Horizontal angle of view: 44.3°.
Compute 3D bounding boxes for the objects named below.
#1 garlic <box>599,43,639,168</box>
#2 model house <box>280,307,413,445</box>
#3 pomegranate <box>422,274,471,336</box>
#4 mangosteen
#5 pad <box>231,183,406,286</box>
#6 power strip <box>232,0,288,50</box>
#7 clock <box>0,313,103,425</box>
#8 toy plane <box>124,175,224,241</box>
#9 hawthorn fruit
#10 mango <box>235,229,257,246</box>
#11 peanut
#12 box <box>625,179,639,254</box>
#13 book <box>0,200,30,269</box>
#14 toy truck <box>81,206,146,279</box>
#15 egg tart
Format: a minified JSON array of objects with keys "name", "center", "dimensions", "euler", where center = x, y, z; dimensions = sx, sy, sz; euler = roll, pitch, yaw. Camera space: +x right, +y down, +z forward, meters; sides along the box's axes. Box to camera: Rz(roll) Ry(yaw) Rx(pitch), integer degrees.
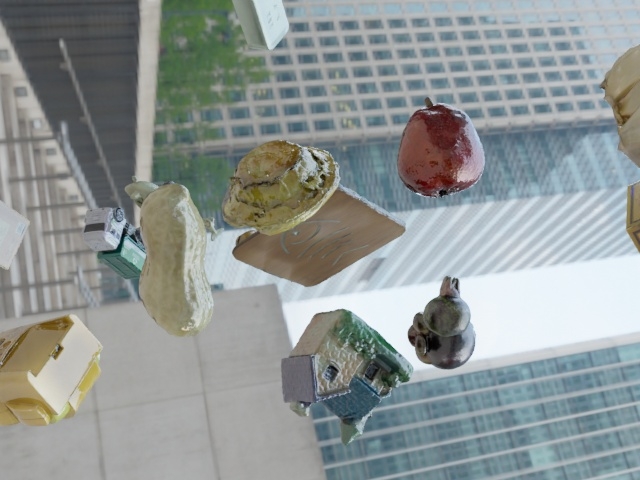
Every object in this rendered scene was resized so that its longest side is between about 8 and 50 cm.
[{"name":"garlic","center":[0.677,-0.248,1.509],"dimensions":[0.203,0.184,0.281],"euler":[-36,-146,40]},{"name":"model house","center":[0.055,0.393,2.191],"dimensions":[0.312,0.280,0.245],"euler":[43,-27,-17]},{"name":"pomegranate","center":[0.359,0.188,2.162],"dimensions":[0.163,0.125,0.138],"euler":[-57,-179,-9]},{"name":"mangosteen","center":[0.374,0.298,2.399],"dimensions":[0.210,0.209,0.210],"euler":[173,-90,-73]},{"name":"pad","center":[0.000,0.000,1.621],"dimensions":[0.286,0.284,0.018],"euler":[-33,-124,25]},{"name":"power strip","center":[-0.147,-0.543,1.509],"dimensions":[0.062,0.091,0.385],"euler":[16,-34,27]},{"name":"clock","center":[-0.704,0.315,1.883],"dimensions":[0.200,0.316,0.244],"euler":[68,31,-30]},{"name":"toy plane","center":[-0.389,-0.083,2.057],"dimensions":[0.092,0.286,0.108],"euler":[-51,157,-54]},{"name":"hawthorn fruit","center":[0.354,-0.282,2.366],"dimensions":[0.265,0.265,0.307],"euler":[131,-49,-68]},{"name":"mango","center":[-0.131,0.011,1.738],"dimensions":[0.063,0.127,0.077],"euler":[-63,-149,20]},{"name":"peanut","center":[-0.246,0.036,1.301],"dimensions":[0.123,0.123,0.257],"euler":[-166,-112,-72]},{"name":"box","center":[0.702,0.039,1.540],"dimensions":[0.301,0.084,0.193],"euler":[56,32,-15]},{"name":"book","center":[-0.677,-0.026,1.618],"dimensions":[0.172,0.012,0.118],"euler":[53,49,-57]},{"name":"toy truck","center":[-0.537,0.011,2.133],"dimensions":[0.253,0.114,0.124],"euler":[50,39,-53]},{"name":"egg tart","center":[-0.082,-0.111,1.440],"dimensions":[0.106,0.241,0.241],"euler":[64,-1,-39]}]
